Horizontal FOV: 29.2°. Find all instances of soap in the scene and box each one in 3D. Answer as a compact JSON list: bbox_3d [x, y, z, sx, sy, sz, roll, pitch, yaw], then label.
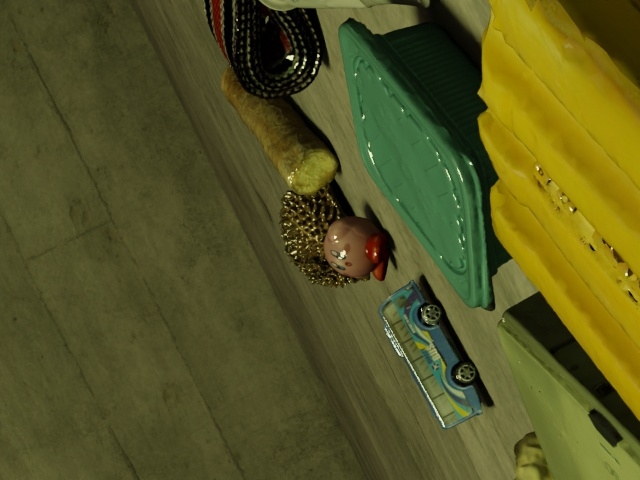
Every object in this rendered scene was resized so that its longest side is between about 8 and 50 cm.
[{"bbox_3d":[0.172,0.026,0.429,0.324,0.096,0.204,57,171,35],"label":"soap"}]

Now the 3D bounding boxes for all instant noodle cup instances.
[{"bbox_3d":[0.084,-0.061,0.820,0.179,0.070,0.157,58,169,38],"label":"instant noodle cup"}]

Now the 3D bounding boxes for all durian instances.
[{"bbox_3d":[0.000,0.000,1.496,0.188,0.091,0.148,51,166,50],"label":"durian"}]

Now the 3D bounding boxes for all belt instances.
[{"bbox_3d":[-0.083,-0.269,1.089,0.094,0.126,0.359,45,169,37],"label":"belt"}]

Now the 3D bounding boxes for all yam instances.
[{"bbox_3d":[-0.058,-0.147,1.505,0.300,0.066,0.066,55,169,53],"label":"yam"}]

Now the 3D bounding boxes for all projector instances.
[{"bbox_3d":[0.204,0.148,0.657,0.193,0.088,0.269,66,172,-30],"label":"projector"}]

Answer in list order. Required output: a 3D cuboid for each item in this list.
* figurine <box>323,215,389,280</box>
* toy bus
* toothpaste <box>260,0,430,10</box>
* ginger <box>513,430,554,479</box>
[{"bbox_3d":[0.039,0.009,1.355,0.083,0.071,0.067,84,-160,-49],"label":"figurine"},{"bbox_3d":[0.113,0.117,1.256,0.153,0.061,0.051,60,177,8],"label":"toy bus"},{"bbox_3d":[0.013,-0.208,0.904,0.096,0.061,0.266,66,165,-13],"label":"toothpaste"},{"bbox_3d":[0.207,0.214,0.841,0.122,0.115,0.193,49,-164,-44],"label":"ginger"}]
